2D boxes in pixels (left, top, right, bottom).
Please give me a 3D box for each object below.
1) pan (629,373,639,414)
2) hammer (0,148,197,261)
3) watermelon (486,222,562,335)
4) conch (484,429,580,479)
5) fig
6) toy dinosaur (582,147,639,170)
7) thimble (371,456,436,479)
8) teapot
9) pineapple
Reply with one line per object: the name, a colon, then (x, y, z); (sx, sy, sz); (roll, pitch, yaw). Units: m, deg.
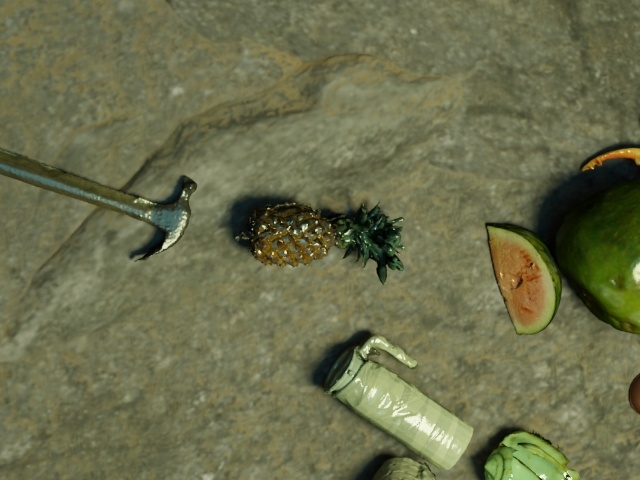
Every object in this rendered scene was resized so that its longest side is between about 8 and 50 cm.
pan: (0.474, 0.239, 1.889); (0.068, 0.023, 0.115); (-15, 99, -12)
hammer: (-0.306, -0.066, 1.675); (0.297, 0.027, 0.125); (20, 87, -15)
watermelon: (0.293, 0.043, 1.817); (0.069, 0.087, 0.163); (-30, 108, -46)
conch: (0.296, 0.313, 1.837); (0.170, 0.079, 0.105); (17, 99, -29)
fig: (0.447, -0.016, 1.768); (0.275, 0.206, 0.206); (-43, 104, -3)
toy dinosaur: (0.502, -0.128, 1.832); (0.288, 0.070, 0.117); (-29, 102, -3)
thimble: (0.111, 0.355, 1.777); (0.102, 0.090, 0.115); (13, 115, 0)
teapot: (0.109, 0.208, 1.777); (0.200, 0.077, 0.107); (35, 85, -14)
pineapple: (0.001, -0.001, 1.718); (0.221, 0.103, 0.083); (2, 130, -14)
